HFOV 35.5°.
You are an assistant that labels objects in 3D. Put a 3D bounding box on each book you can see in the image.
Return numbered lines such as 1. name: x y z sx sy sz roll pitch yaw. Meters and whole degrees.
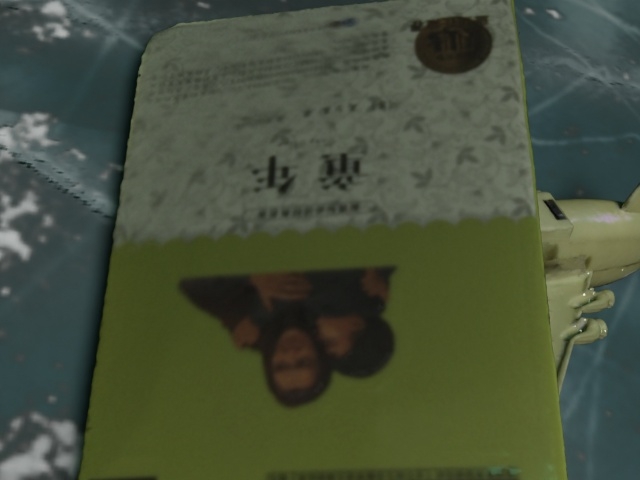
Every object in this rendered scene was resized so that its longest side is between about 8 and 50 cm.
1. book: 0.000 0.000 0.548 0.239 0.035 0.352 -5 56 10

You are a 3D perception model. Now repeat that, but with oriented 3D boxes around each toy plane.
1. toy plane: 0.116 0.003 0.607 0.244 0.092 0.229 -9 47 -18
